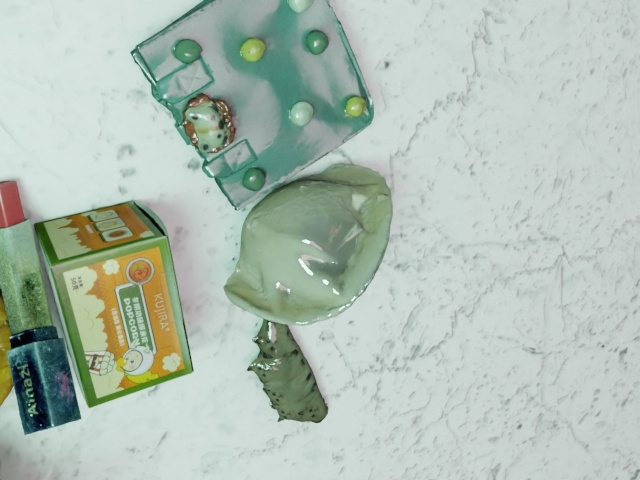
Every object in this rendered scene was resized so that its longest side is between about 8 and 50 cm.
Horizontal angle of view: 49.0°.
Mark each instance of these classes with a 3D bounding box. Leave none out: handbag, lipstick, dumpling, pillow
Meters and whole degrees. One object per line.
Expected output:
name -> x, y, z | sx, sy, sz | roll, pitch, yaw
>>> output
handbag -> -0.074, -0.211, 0.957 | 0.274, 0.100, 0.269 | -35, 120, -14
lipstick -> -0.356, 0.071, 0.846 | 0.051, 0.051, 0.312 | 0, 73, -64
dumpling -> -0.004, -0.001, 0.992 | 0.175, 0.226, 0.244 | 14, 96, -46
pillow -> -0.058, 0.224, 1.140 | 0.093, 0.051, 0.241 | -32, 121, -15

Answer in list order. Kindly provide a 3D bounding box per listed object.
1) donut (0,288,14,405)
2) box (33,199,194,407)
donut -> -0.478, 0.131, 0.851 | 0.226, 0.114, 0.227 | -9, 109, -26
box -> -0.264, 0.072, 0.906 | 0.148, 0.177, 0.195 | -16, 113, -23
